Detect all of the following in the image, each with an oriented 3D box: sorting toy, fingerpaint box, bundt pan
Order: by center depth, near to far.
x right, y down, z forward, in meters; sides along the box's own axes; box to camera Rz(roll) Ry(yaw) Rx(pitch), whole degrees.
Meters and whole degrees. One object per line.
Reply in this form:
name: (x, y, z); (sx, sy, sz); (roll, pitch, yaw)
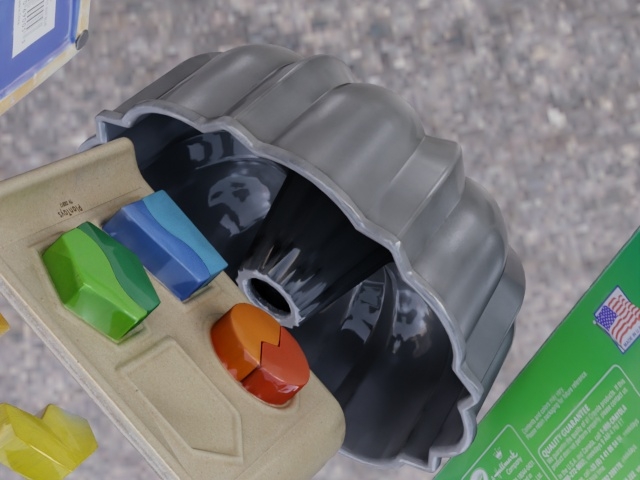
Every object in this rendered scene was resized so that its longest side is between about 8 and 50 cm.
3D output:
sorting toy: (-0.093, 0.057, 1.012); (0.041, 0.229, 0.307); (-38, 178, 21)
bundt pan: (0.000, 0.000, 1.293); (0.330, 0.124, 0.331); (30, 149, 20)
fingerpaint box: (0.305, 0.105, 1.384); (0.371, 0.163, 0.445); (-19, 154, -36)

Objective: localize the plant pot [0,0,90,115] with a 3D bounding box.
plant pot: (-0.312, -0.226, 1.543); (0.212, 0.236, 0.236); (29, 136, 17)
